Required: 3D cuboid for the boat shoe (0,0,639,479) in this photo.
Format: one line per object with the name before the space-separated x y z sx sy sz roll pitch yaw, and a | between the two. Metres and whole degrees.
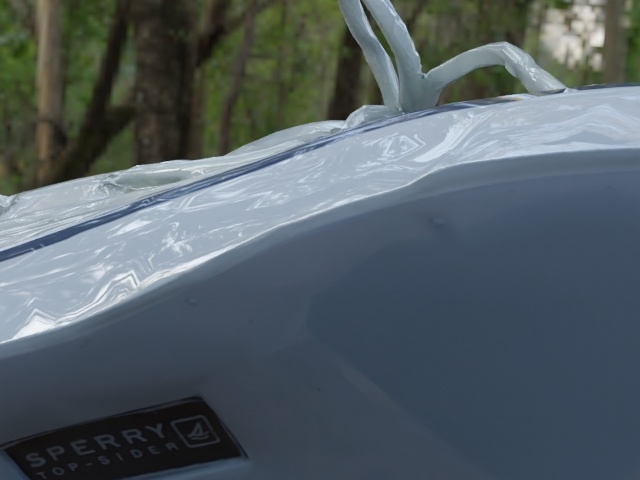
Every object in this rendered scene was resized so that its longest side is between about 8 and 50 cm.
boat shoe | 0.002 0.007 0.464 0.367 0.136 0.156 -15 34 24
